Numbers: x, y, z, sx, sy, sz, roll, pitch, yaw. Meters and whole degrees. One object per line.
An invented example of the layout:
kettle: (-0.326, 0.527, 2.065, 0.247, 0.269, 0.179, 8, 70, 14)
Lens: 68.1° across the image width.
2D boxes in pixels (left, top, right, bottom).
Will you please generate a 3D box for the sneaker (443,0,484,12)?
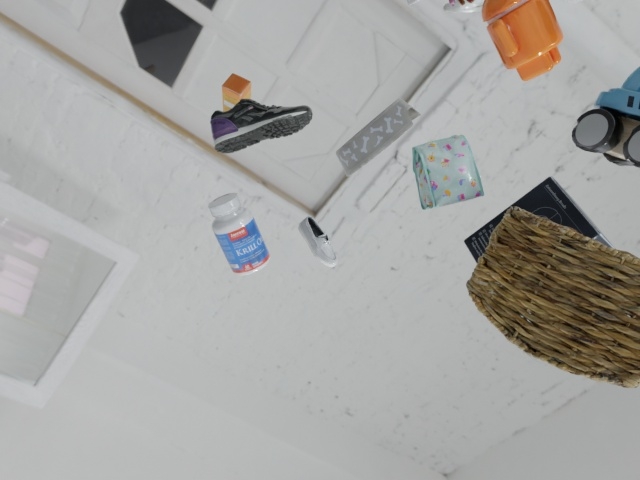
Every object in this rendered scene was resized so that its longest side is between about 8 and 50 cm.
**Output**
sneaker: (0.560, -0.891, 1.742, 0.080, 0.212, 0.094, -53, 142, -56)

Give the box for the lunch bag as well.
lunch bag: (0.487, -0.269, 1.853, 0.160, 0.223, 0.263, 160, -84, -85)

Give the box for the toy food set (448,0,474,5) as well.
toy food set: (0.458, -0.807, 1.553, 0.019, 0.122, 0.078, -32, 141, -57)

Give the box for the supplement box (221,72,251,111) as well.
supplement box: (-0.287, -0.452, 1.626, 0.233, 0.080, 0.078, 105, 12, -61)

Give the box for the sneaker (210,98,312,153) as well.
sneaker: (-0.166, -0.339, 1.278, 0.107, 0.283, 0.124, 54, 22, -78)

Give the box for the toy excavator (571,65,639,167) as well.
toy excavator: (0.881, -0.354, 1.073, 0.433, 0.222, 0.446, 43, -61, 51)

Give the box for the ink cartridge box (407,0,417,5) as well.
ink cartridge box: (0.269, -0.771, 1.321, 0.104, 0.180, 0.060, -27, -162, -4)

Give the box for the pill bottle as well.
pill bottle: (-0.240, -0.020, 1.374, 0.124, 0.222, 0.124, -18, -156, 8)

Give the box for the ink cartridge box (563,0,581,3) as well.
ink cartridge box: (0.759, -0.825, 1.183, 0.395, 0.166, 0.286, -176, -95, -65)

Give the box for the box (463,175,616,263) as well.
box: (0.788, 0.022, 1.732, 0.395, 0.212, 0.294, -41, -136, 26)

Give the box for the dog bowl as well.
dog bowl: (0.201, -0.383, 1.736, 0.348, 0.102, 0.349, -40, -173, 6)

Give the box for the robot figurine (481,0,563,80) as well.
robot figurine: (0.424, -0.455, 1.000, 0.158, 0.219, 0.128, -31, -167, 5)

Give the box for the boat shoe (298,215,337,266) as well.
boat shoe: (0.000, 0.000, 1.533, 0.066, 0.184, 0.063, -15, 154, -41)

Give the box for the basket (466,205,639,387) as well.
basket: (0.432, 0.101, 0.805, 0.299, 0.223, 0.214, 31, -77, 35)
